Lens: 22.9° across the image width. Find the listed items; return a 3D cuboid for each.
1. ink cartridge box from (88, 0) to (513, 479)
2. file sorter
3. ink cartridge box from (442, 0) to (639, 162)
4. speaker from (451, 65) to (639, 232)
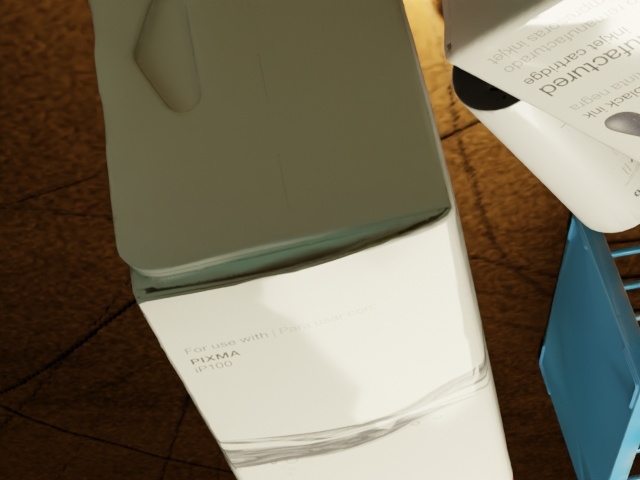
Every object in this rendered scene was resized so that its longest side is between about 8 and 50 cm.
[{"bbox_3d":[0.000,0.000,0.681,0.117,0.207,0.283,-14,146,3],"label":"ink cartridge box"},{"bbox_3d":[0.200,0.069,0.915,0.104,0.118,0.170,-9,146,-7],"label":"file sorter"},{"bbox_3d":[0.209,-0.109,0.639,0.273,0.115,0.198,22,145,-38],"label":"ink cartridge box"},{"bbox_3d":[0.119,-0.055,0.768,0.055,0.055,0.136,-27,143,23],"label":"speaker"}]
